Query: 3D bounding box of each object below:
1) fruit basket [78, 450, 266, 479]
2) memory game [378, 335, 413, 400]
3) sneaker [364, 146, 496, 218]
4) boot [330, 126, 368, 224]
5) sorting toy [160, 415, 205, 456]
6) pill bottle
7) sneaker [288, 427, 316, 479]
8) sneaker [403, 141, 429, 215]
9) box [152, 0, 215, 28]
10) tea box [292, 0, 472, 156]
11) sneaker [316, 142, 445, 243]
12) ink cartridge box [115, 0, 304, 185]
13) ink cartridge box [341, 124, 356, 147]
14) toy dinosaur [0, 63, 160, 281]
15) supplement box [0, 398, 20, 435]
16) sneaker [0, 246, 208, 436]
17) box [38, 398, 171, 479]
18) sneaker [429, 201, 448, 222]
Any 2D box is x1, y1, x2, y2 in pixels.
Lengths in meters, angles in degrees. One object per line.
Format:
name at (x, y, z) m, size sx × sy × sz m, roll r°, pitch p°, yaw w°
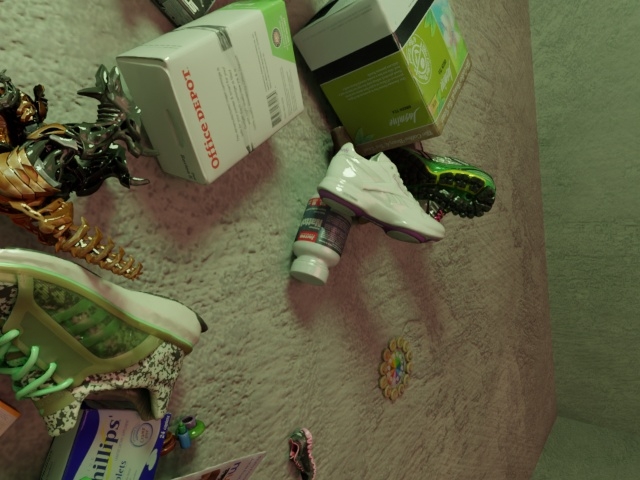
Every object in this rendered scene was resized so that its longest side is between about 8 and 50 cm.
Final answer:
fruit basket at (-0.256, 0.438, 0.570) m, size 0.353 × 0.165 × 0.327 m, roll 23°, pitch 104°, yaw -50°
memory game at (0.223, 0.373, 1.288) m, size 0.186 × 0.012 × 0.187 m, roll -2°, pitch 93°, yaw -49°
sneaker at (0.270, -0.160, 1.118) m, size 0.146 × 0.343 × 0.134 m, roll -42°, pitch 152°, yaw -56°
boot at (0.099, -0.152, 1.073) m, size 0.248 × 0.090 × 0.207 m, roll 19°, pitch 54°, yaw -74°
sorting toy at (-0.237, 0.313, 0.724) m, size 0.101 × 0.061 × 0.042 m, roll -19°, pitch 103°, yaw -48°
pill bottle at (0.000, 0.000, 0.953) m, size 0.108 × 0.107 × 0.180 m, roll 37°, pitch 63°, yaw -43°
sneaker at (-0.045, 0.477, 0.965) m, size 0.057 × 0.047 × 0.120 m, roll -7°, pitch 89°, yaw -42°
sneaker at (0.241, -0.189, 1.233) m, size 0.100 × 0.107 × 0.272 m, roll 62°, pitch 26°, yaw -64°
box at (-0.249, -0.488, 0.697) m, size 0.231 × 0.056 × 0.183 m, roll 44°, pitch 60°, yaw -40°
tea box at (0.163, -0.434, 1.017) m, size 0.324 × 0.219 × 0.329 m, roll 53°, pitch 49°, yaw -31°
sneaker at (0.149, -0.093, 0.911) m, size 0.304 × 0.114 × 0.152 m, roll 26°, pitch 79°, yaw -21°
ink cartridge box at (-0.160, -0.249, 0.723) m, size 0.273 × 0.114 × 0.199 m, roll -48°, pitch 143°, yaw -37°
ink cartridge box at (0.095, -0.293, 1.116) m, size 0.063 × 0.029 × 0.115 m, roll 53°, pitch 52°, yaw -35°
toy dinosaur at (-0.332, -0.089, 0.531) m, size 0.218 × 0.164 × 0.322 m, roll -42°, pitch 115°, yaw -39°
supplement box at (-0.426, 0.230, 0.524) m, size 0.098 × 0.036 × 0.062 m, roll -54°, pitch 128°, yaw -33°
sneaker at (-0.316, 0.134, 0.528) m, size 0.410 × 0.157 × 0.182 m, roll 30°, pitch 51°, yaw -44°
box at (-0.307, 0.303, 0.636) m, size 0.137 × 0.072 × 0.126 m, roll 26°, pitch 71°, yaw -45°
sneaker at (0.375, -0.091, 1.404) m, size 0.063 × 0.074 × 0.171 m, roll 31°, pitch 68°, yaw -45°
